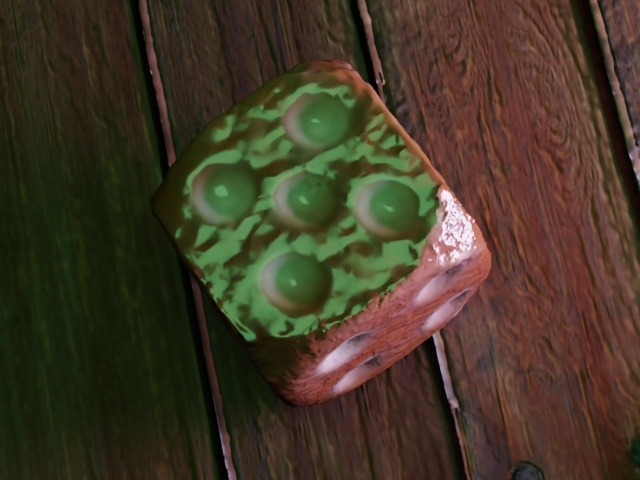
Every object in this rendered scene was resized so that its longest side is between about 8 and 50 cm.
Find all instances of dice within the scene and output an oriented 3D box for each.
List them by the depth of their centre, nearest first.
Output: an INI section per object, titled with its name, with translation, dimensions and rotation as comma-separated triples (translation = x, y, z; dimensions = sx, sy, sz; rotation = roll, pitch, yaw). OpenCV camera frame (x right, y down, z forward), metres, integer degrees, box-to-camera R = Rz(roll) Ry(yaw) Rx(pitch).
[dice]
translation = 0.000, 0.000, 1.325
dimensions = 0.179, 0.174, 0.175
rotation = -39, 74, -2
